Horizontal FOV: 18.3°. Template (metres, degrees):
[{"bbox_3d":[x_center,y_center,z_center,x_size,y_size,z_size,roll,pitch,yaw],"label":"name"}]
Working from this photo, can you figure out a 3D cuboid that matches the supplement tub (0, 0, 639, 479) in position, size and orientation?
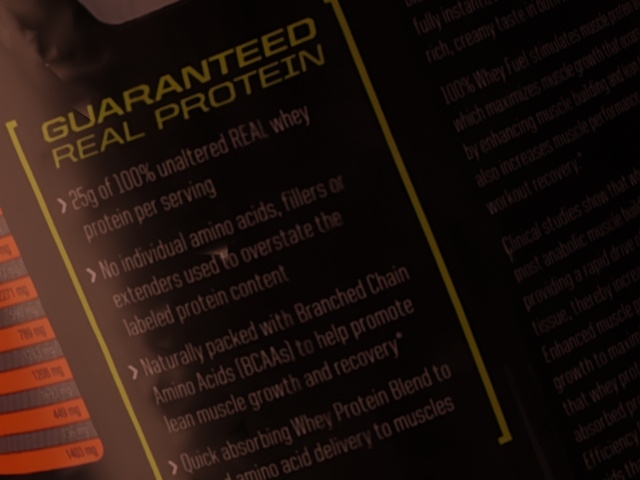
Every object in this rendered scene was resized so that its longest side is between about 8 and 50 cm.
[{"bbox_3d":[0.000,0.000,0.496,0.207,0.207,0.338,-4,110,65],"label":"supplement tub"}]
